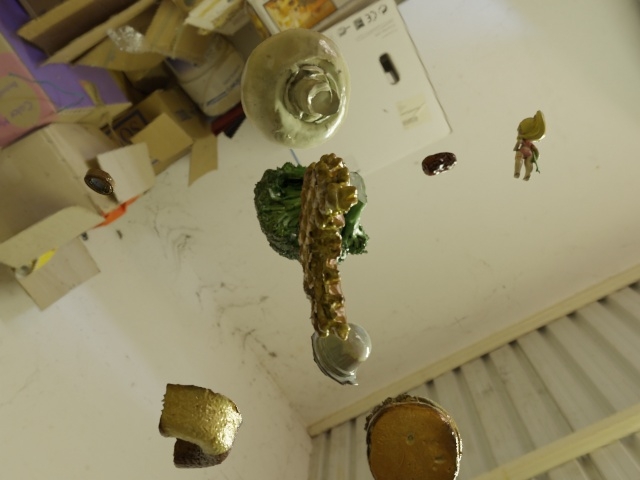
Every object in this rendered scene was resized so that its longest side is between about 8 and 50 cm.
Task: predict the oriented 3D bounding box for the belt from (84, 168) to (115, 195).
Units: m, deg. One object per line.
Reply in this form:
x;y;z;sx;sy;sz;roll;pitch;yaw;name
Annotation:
-0.607;-0.161;1.362;0.059;0.083;0.036;-36;-144;21;belt

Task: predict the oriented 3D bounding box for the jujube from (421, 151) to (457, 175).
0.432;-0.282;1.793;0.129;0.077;0.077;-18;-165;1;jujube

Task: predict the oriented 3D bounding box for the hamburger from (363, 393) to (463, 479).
0.170;0.387;0.940;0.181;0.191;0.118;-67;162;-8;hamburger

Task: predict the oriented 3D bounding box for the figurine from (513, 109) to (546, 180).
0.527;-0.239;1.242;0.083;0.083;0.187;-11;-125;56;figurine

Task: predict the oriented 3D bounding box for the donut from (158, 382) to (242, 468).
-0.224;0.356;0.918;0.141;0.217;0.085;1;-137;6;donut

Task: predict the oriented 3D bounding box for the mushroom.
-0.039;-0.308;1.022;0.246;0.246;0.202;-36;-147;-12;mushroom

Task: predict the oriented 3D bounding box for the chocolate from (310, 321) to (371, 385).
0.087;0.342;1.562;0.147;0.221;0.221;-36;-170;33;chocolate

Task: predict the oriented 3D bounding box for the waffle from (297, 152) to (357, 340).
0.000;0.000;0.814;0.069;0.292;0.259;-1;-161;-11;waffle

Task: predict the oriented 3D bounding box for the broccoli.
-0.016;-0.062;1.065;0.262;0.269;0.242;9;149;-44;broccoli
